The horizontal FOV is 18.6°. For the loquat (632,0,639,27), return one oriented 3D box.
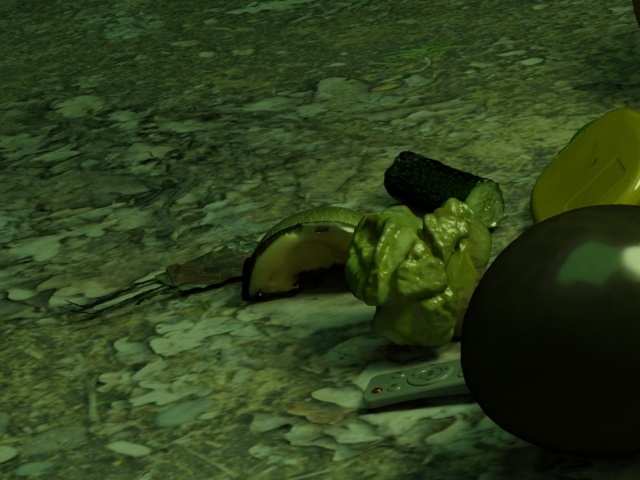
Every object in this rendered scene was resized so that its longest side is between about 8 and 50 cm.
[{"bbox_3d":[0.464,-0.288,2.129,0.263,0.263,0.263,-11,19,4],"label":"loquat"}]

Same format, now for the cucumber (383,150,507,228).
[{"bbox_3d":[0.125,-0.049,1.965,0.058,0.058,0.187,-19,19,-19],"label":"cucumber"}]

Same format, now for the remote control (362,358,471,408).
[{"bbox_3d":[0.125,0.110,1.561,0.184,0.027,0.050,-12,17,16],"label":"remote control"}]

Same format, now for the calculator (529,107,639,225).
[{"bbox_3d":[0.257,-0.060,1.842,0.146,0.032,0.235,-45,17,13],"label":"calculator"}]

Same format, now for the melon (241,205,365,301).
[{"bbox_3d":[0.000,0.000,1.860,0.160,0.079,0.128,-10,21,8],"label":"melon"}]

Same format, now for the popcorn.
[{"bbox_3d":[0.084,0.029,1.664,0.126,0.126,0.145,-4,-5,1],"label":"popcorn"}]

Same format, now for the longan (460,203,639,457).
[{"bbox_3d":[0.205,0.064,1.399,0.198,0.198,0.212,5,10,41],"label":"longan"}]

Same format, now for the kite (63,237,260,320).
[{"bbox_3d":[-0.146,0.040,1.943,0.229,0.016,0.127,-16,16,-21],"label":"kite"}]
